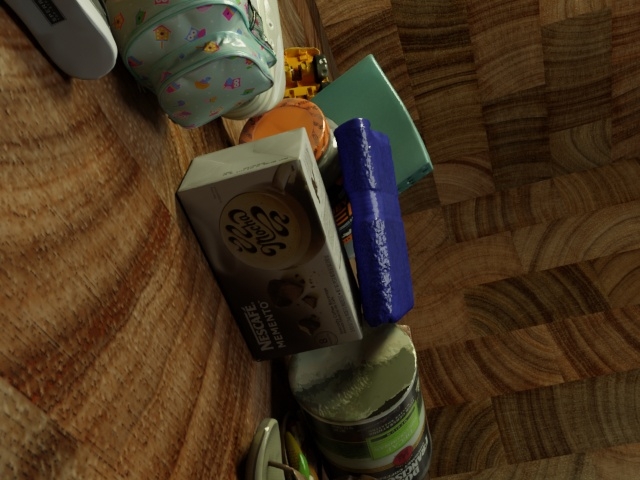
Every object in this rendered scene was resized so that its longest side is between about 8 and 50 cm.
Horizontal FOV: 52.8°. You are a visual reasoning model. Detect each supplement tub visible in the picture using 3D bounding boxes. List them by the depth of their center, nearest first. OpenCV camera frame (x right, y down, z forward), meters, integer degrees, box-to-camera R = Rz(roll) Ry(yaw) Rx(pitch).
[{"bbox_3d":[-0.021,-0.101,1.186,0.316,0.194,0.193,59,20,-55],"label":"supplement tub"}]

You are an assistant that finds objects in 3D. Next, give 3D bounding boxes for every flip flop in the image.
[{"bbox_3d":[-0.033,0.360,0.824,0.112,0.080,0.276,7,70,-79],"label":"flip flop"}]

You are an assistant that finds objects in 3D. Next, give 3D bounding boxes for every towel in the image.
[{"bbox_3d":[0.080,-0.027,1.022,0.228,0.076,0.308,-2,83,-73],"label":"towel"}]

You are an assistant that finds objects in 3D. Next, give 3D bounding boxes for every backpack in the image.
[{"bbox_3d":[-0.150,-0.231,0.760,0.188,0.166,0.144,46,22,-65],"label":"backpack"}]

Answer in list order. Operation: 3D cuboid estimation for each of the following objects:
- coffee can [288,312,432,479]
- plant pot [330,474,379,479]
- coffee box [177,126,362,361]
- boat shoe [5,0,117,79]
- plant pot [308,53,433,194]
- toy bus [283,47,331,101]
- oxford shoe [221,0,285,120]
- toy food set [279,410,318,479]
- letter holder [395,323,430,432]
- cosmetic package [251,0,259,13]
[{"bbox_3d":[0.074,0.284,1.076,0.201,0.202,0.275,-93,170,-46],"label":"coffee can"},{"bbox_3d":[0.053,0.441,0.921,0.167,0.167,0.165,-67,142,-73],"label":"plant pot"},{"bbox_3d":[-0.058,0.013,0.916,0.118,0.168,0.297,-86,160,-59],"label":"coffee box"},{"bbox_3d":[-0.242,-0.245,0.553,0.228,0.080,0.076,63,11,-54],"label":"boat shoe"},{"bbox_3d":[0.113,-0.210,1.297,0.234,0.166,0.165,57,11,11],"label":"plant pot"},{"bbox_3d":[-0.045,-0.311,1.518,0.211,0.150,0.220,84,-4,-59],"label":"toy bus"},{"bbox_3d":[-0.138,-0.406,1.062,0.130,0.169,0.448,16,68,-72],"label":"oxford shoe"},{"bbox_3d":[-0.028,0.330,0.999,0.192,0.039,0.132,20,57,-77],"label":"toy food set"},{"bbox_3d":[0.095,0.336,1.414,0.301,0.215,0.152,-94,-163,-46],"label":"letter holder"},{"bbox_3d":[-0.185,-0.389,0.868,0.224,0.138,0.224,45,34,-69],"label":"cosmetic package"}]
